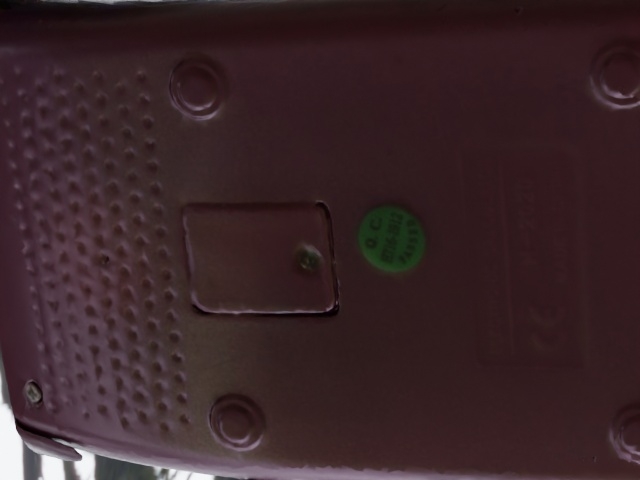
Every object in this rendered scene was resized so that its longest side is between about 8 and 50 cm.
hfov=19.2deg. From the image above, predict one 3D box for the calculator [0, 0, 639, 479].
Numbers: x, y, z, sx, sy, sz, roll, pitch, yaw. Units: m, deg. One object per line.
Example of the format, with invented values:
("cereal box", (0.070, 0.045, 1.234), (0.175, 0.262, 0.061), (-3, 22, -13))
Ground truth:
("calculator", (0.000, 0.000, 0.449), (0.190, 0.034, 0.127), (1, -73, 24))
